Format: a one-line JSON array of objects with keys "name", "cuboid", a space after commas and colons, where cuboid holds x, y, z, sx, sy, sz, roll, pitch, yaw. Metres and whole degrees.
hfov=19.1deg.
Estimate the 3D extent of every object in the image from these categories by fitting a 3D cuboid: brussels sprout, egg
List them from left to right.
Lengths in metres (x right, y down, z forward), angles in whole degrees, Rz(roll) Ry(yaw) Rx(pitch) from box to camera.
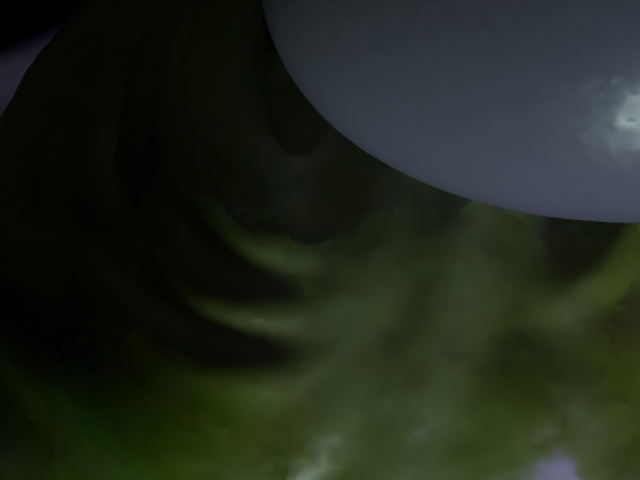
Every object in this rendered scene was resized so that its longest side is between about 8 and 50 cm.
[{"name": "brussels sprout", "cuboid": [0.000, 0.000, 0.702, 0.268, 0.344, 0.344, 3, 159, -43]}, {"name": "egg", "cuboid": [0.093, -0.092, 0.483, 0.232, 0.176, 0.176, -24, -176, 25]}]
